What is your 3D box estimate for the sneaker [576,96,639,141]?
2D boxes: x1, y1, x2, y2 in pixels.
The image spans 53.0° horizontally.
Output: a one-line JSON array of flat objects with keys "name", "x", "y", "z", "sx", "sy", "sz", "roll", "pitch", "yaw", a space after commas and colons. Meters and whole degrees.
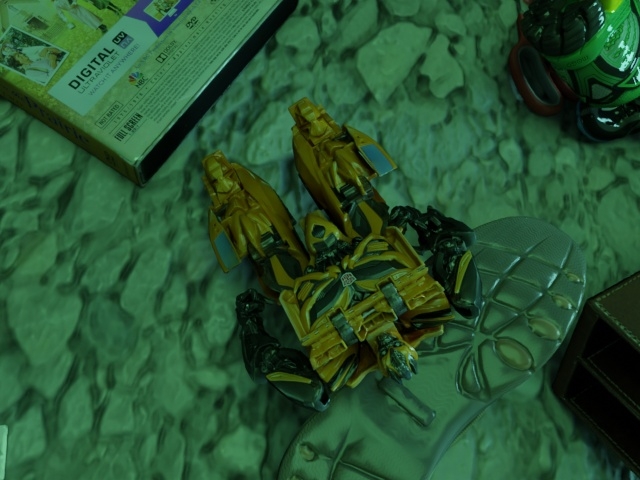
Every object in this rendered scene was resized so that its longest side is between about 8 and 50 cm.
[{"name": "sneaker", "x": 0.390, "y": -0.157, "z": 0.762, "sx": 0.188, "sy": 0.078, "sz": 0.067, "roll": -3, "pitch": 84, "yaw": -11}]

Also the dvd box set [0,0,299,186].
[{"name": "dvd box set", "x": -0.274, "y": -0.288, "z": 0.695, "sx": 0.421, "sy": 0.062, "sz": 0.307, "roll": 32, "pitch": 67, "yaw": 2}]

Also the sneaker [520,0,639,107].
[{"name": "sneaker", "x": 0.339, "y": -0.279, "z": 0.779, "sx": 0.146, "sy": 0.134, "sz": 0.343, "roll": 50, "pitch": 50, "yaw": -23}]

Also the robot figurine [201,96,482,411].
[{"name": "robot figurine", "x": 0.000, "y": 0.000, "z": 0.547, "sx": 0.211, "sy": 0.085, "sz": 0.291, "roll": -32, "pitch": 45, "yaw": 0}]

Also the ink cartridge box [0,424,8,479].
[{"name": "ink cartridge box", "x": -0.306, "y": 0.177, "z": 0.528, "sx": 0.083, "sy": 0.028, "sz": 0.048, "roll": -2, "pitch": 70, "yaw": -12}]

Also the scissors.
[{"name": "scissors", "x": 0.260, "y": -0.291, "z": 0.821, "sx": 0.109, "sy": 0.021, "sz": 0.297, "roll": -13, "pitch": 73, "yaw": -15}]

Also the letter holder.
[{"name": "letter holder", "x": 0.413, "y": 0.108, "z": 0.586, "sx": 0.302, "sy": 0.152, "sz": 0.214, "roll": -24, "pitch": 49, "yaw": -18}]

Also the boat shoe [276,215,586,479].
[{"name": "boat shoe", "x": 0.094, "y": 0.116, "z": 0.577, "sx": 0.355, "sy": 0.130, "sz": 0.132, "roll": -42, "pitch": 78, "yaw": -16}]
